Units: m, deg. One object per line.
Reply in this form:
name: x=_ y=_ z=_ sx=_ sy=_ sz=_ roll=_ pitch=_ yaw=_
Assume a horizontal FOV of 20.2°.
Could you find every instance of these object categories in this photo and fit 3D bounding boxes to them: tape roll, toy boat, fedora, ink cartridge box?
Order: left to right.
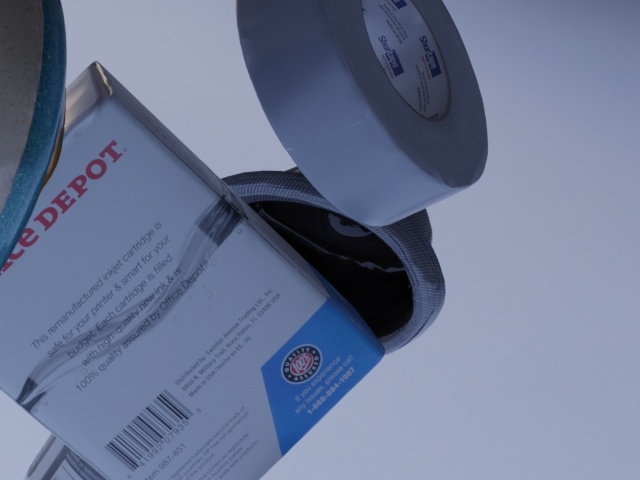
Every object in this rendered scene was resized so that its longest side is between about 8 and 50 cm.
toy boat: x=-0.245 y=-0.093 z=1.164 sx=0.148 sy=0.267 sz=0.318 roll=13 pitch=-151 yaw=-36
ink cartridge box: x=-0.140 y=0.049 z=1.404 sx=0.307 sy=0.223 sz=0.129 roll=44 pitch=-175 yaw=-22
fedora: x=0.000 y=0.000 z=1.795 sx=0.276 sy=0.243 sz=0.124 roll=4 pitch=-140 yaw=21
tape roll: x=0.033 y=-0.123 z=1.283 sx=0.219 sy=0.072 sz=0.219 roll=42 pitch=-146 yaw=-38

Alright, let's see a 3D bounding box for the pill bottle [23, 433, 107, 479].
pill bottle: x=-0.221 y=0.247 z=1.955 sx=0.161 sy=0.283 sz=0.161 roll=30 pitch=-160 yaw=-12
